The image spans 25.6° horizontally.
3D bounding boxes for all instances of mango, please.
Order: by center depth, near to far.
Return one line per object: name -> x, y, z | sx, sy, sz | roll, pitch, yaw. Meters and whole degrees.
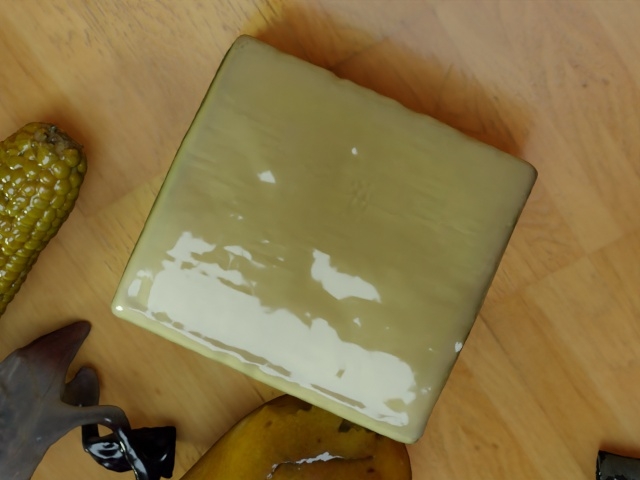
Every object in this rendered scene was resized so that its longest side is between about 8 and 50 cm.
mango -> -0.030, 0.249, 1.250 | 0.201, 0.152, 0.287 | 33, 113, -11

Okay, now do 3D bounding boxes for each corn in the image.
corn -> -0.301, 0.020, 1.221 | 0.102, 0.102, 0.313 | 32, 110, -7

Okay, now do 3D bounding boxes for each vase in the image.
vase -> 0.329, 0.216, 1.242 | 0.167, 0.059, 0.059 | 0, 113, 7

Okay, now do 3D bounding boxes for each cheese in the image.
cheese -> 0.000, 0.000, 1.122 | 0.266, 0.124, 0.242 | 24, 85, -3

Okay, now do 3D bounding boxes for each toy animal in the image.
toy animal -> -0.283, 0.188, 1.237 | 0.324, 0.090, 0.195 | -13, 82, -17
